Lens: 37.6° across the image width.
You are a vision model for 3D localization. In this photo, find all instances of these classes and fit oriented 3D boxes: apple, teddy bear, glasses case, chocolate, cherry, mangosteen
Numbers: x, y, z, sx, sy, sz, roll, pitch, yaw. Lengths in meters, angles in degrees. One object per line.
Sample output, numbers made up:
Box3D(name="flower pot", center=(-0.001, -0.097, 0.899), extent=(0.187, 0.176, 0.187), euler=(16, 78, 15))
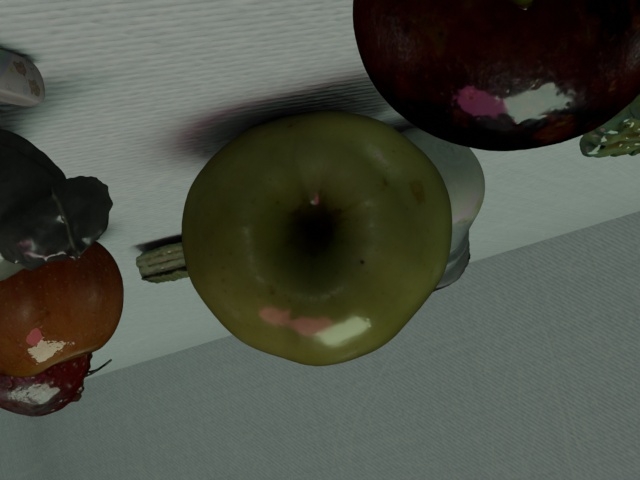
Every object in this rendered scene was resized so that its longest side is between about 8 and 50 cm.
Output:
Box3D(name="apple", center=(-0.341, 0.083, 1.166), extent=(0.201, 0.162, 0.201), euler=(-14, 169, -3))
Box3D(name="apple", center=(0.000, 0.000, 0.925), extent=(0.263, 0.262, 0.262), euler=(-14, 171, -2))
Box3D(name="teddy bear", center=(-0.294, -0.026, 0.709), extent=(0.251, 0.144, 0.171), euler=(-29, -153, -5))
Box3D(name="glasses case", center=(-0.208, -0.107, 0.604), extent=(0.021, 0.032, 0.083), euler=(-21, 168, 21))
Box3D(name="chocolate", center=(0.122, -0.055, 1.094), extent=(0.221, 0.221, 0.147), euler=(-7, 151, -41))
Box3D(name="cherry", center=(-0.560, 0.249, 1.822), extent=(0.250, 0.175, 0.192), euler=(-6, 158, -40))
Box3D(name="mangosteen", center=(0.106, -0.144, 0.518), extent=(0.200, 0.199, 0.200), euler=(-14, 171, -2))

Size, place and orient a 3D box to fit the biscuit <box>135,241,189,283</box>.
Box3D(name="biscuit", center=(-0.143, 0.012, 1.412), extent=(0.252, 0.052, 0.150), euler=(-13, 175, 0))

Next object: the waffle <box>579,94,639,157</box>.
Box3D(name="waffle", center=(0.492, -0.180, 1.227), extent=(0.309, 0.056, 0.292), euler=(-21, 169, 30))
